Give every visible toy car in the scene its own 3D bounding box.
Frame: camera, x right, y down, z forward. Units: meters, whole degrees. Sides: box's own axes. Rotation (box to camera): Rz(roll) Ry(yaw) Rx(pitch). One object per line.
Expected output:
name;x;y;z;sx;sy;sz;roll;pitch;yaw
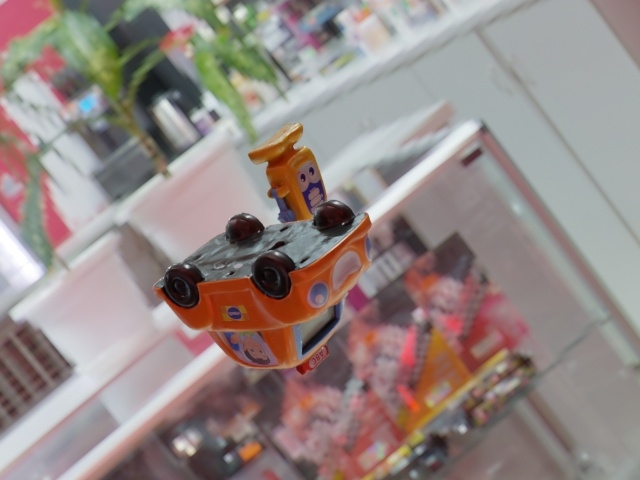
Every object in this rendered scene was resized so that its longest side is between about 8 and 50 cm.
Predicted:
toy car;0.000;0.000;0.448;0.060;0.040;0.122;-15;18;23
